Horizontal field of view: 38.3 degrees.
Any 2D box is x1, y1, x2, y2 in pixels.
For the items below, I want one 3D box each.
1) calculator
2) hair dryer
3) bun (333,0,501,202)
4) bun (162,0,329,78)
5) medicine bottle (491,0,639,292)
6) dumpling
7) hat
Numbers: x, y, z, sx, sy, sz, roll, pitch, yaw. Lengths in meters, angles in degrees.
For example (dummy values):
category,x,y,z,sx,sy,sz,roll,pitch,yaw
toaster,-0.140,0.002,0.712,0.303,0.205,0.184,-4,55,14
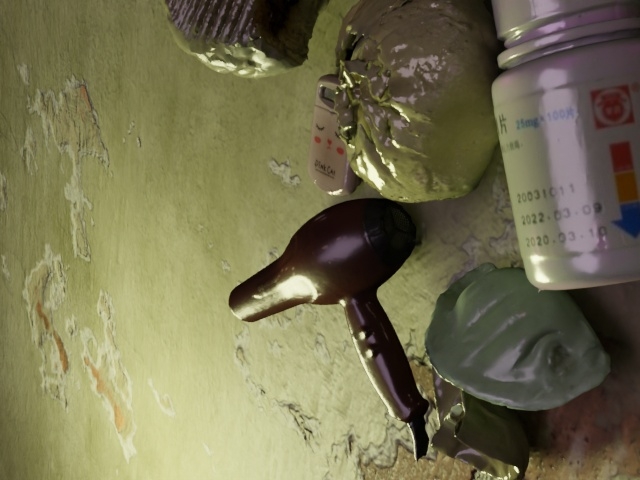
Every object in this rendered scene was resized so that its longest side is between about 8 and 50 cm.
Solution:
category,x,y,z,sx,sy,sz,roll,pitch,yaw
calculator,0.025,-0.145,1.246,0.100,0.032,0.175,30,121,46
hair dryer,0.035,0.138,1.204,0.312,0.123,0.341,-35,71,38
bun,0.090,-0.165,1.006,0.259,0.152,0.260,171,90,-77
bun,-0.087,-0.349,1.196,0.281,0.205,0.282,4,99,22
medicine bottle,0.248,-0.108,0.847,0.170,0.170,0.293,-9,92,53
dumpling,0.211,0.108,0.988,0.153,0.108,0.219,-55,39,7
hat,0.197,0.177,1.083,0.166,0.144,0.173,109,-175,-76
